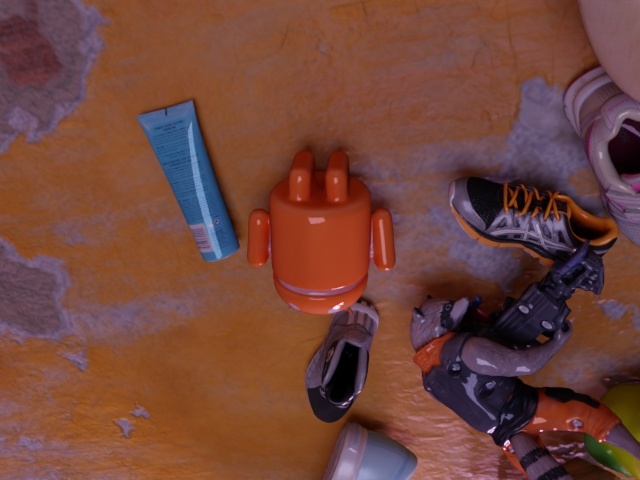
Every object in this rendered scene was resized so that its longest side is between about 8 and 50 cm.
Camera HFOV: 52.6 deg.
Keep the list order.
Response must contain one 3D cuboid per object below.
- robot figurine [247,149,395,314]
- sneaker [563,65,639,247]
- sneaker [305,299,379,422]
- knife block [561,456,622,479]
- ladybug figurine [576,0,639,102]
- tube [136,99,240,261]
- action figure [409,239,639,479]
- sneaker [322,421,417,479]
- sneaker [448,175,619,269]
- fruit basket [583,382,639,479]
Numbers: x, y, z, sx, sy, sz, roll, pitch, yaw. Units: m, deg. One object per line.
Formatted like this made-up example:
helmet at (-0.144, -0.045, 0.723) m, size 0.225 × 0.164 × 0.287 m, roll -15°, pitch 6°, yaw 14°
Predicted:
robot figurine at (0.002, 0.000, 0.809) m, size 0.158 × 0.128 × 0.219 m, roll -18°, pitch 124°, yaw -29°
sneaker at (0.356, -0.067, 0.717) m, size 0.103 × 0.111 × 0.252 m, roll -32°, pitch 110°, yaw 24°
sneaker at (0.019, 0.204, 0.918) m, size 0.086 × 0.132 × 0.229 m, roll 14°, pitch 120°, yaw 2°
knife block at (0.305, 0.411, 0.925) m, size 0.242 × 0.276 × 0.088 m, roll -29°, pitch 78°, yaw 0°
ladybug figurine at (0.368, -0.321, 0.541) m, size 0.305 × 0.162 × 0.449 m, roll 12°, pitch 120°, yaw 3°
tube at (-0.165, -0.074, 0.845) m, size 0.080 × 0.052 × 0.207 m, roll -14°, pitch 111°, yaw 12°
action figure at (0.244, 0.171, 0.774) m, size 0.330 × 0.178 × 0.341 m, roll 41°, pitch 139°, yaw 22°
sneaker at (0.058, 0.466, 1.061) m, size 0.150 × 0.135 × 0.366 m, roll 18°, pitch 122°, yaw 3°
sneaker at (0.251, -0.030, 0.765) m, size 0.215 × 0.084 × 0.083 m, roll 20°, pitch 146°, yaw -13°
fruit basket at (0.538, 0.264, 0.797) m, size 0.392 × 0.283 × 0.392 m, roll 0°, pitch 111°, yaw 0°
